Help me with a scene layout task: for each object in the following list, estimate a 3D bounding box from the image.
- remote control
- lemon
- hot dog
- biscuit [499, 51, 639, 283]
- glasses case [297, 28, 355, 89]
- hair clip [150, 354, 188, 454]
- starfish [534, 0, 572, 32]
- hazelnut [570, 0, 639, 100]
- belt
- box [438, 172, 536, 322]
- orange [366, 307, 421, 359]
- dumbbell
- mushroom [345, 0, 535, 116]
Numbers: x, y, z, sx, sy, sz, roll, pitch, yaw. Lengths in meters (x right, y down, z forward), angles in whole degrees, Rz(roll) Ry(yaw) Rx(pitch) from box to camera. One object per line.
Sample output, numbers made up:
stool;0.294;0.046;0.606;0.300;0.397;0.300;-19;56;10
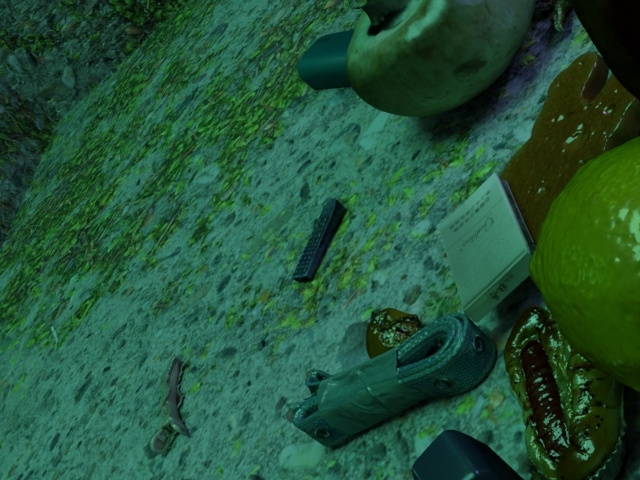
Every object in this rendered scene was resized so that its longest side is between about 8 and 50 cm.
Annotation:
remote control;-0.001;-0.001;1.830;0.043;0.027;0.152;-3;54;51
lemon;0.323;0.020;0.996;0.245;0.245;0.320;-54;18;-6
hot dog;0.251;0.156;1.138;0.131;0.069;0.252;-37;30;27
biscuit;0.308;-0.094;1.399;0.334;0.047;0.202;-60;25;-11
glasses case;0.062;-0.360;2.163;0.117;0.070;0.301;-57;24;-13
hair clip;-0.254;0.272;1.878;0.072;0.034;0.226;-45;25;15
starfish;0.375;-0.404;1.689;0.208;0.053;0.176;-103;37;-63
hazelnut;0.442;-0.273;1.056;0.421;0.421;0.353;-2;92;59
belt;0.083;0.176;1.396;0.302;0.072;0.087;-29;37;36
box;0.204;0.005;1.374;0.109;0.029;0.198;-46;25;21
orange;0.091;0.124;1.462;0.086;0.062;0.086;-42;24;24
dumbbell;0.082;0.342;1.087;0.316;0.156;0.143;-48;-5;5
mushroom;0.173;-0.353;1.723;0.352;0.260;0.352;-44;32;36
